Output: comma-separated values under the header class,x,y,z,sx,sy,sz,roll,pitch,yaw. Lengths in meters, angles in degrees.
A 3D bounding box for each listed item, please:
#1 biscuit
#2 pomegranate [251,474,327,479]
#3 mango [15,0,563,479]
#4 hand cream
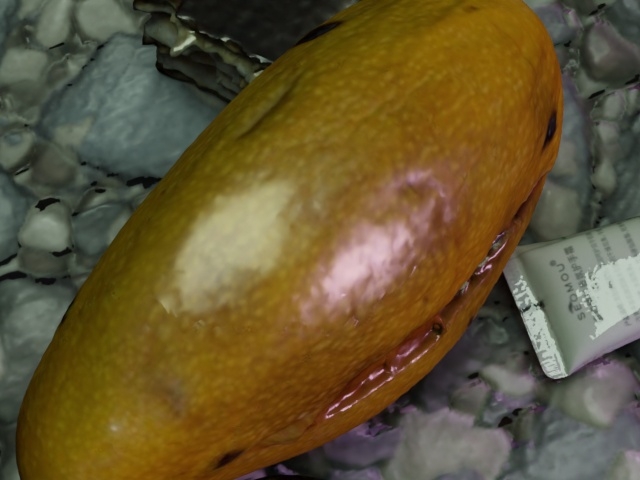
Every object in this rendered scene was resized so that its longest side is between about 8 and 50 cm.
class,x,y,z,sx,sy,sz,roll,pitch,yaw
biscuit,0.015,-0.163,0.666,0.106,0.070,0.252,30,72,18
pomegranate,-0.020,0.162,0.509,0.125,0.163,0.138,30,60,-25
mango,0.006,0.002,0.518,0.120,0.177,0.295,31,52,11
hand cream,0.183,0.002,0.594,0.194,0.042,0.067,-20,73,2
